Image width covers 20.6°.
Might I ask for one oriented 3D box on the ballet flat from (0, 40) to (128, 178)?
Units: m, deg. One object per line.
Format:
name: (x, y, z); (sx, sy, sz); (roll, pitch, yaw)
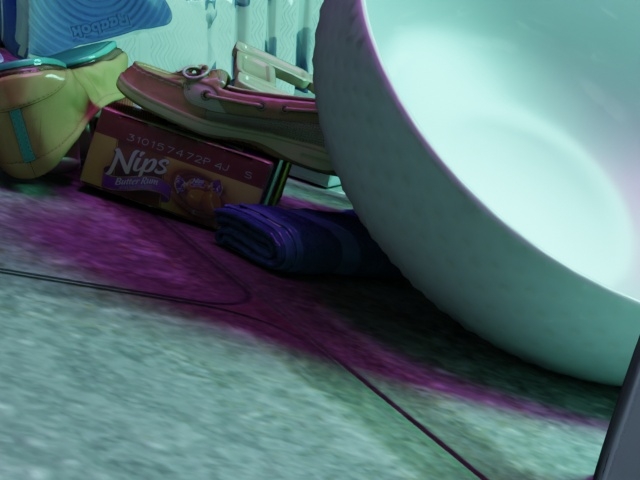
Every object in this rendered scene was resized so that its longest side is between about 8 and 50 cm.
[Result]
ballet flat: (-0.164, -0.079, 1.088); (0.080, 0.073, 0.232); (-14, 8, 9)

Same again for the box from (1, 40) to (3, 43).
box: (-0.279, -0.270, 1.635); (0.143, 0.165, 0.270); (24, 12, 33)

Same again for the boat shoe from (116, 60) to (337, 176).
boat shoe: (-0.044, -0.082, 1.044); (0.153, 0.048, 0.056); (19, 11, 4)

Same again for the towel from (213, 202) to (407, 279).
towel: (0.000, 0.000, 1.023); (0.119, 0.029, 0.067); (6, 16, -46)

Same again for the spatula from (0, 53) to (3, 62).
spatula: (-0.375, -0.154, 1.252); (0.296, 0.030, 0.084); (13, 10, -15)

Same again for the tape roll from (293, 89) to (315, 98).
tape roll: (0.046, -0.158, 1.811); (0.392, 0.072, 0.392); (16, 11, -3)

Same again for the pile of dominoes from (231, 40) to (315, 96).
pile of dominoes: (0.047, -0.046, 1.198); (0.251, 0.040, 0.196); (23, 17, -9)

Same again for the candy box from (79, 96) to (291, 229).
candy box: (-0.078, -0.054, 1.121); (0.109, 0.053, 0.186); (19, 9, 2)

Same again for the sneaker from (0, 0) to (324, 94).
sneaker: (-0.156, -0.183, 1.549); (0.315, 0.127, 0.182); (3, 4, -36)

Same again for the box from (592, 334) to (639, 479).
box: (0.172, 0.087, 0.663); (0.130, 0.091, 0.170); (18, 11, 9)

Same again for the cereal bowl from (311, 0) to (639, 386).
cereal bowl: (0.140, -0.054, 0.997); (0.339, 0.141, 0.339); (17, 47, -19)

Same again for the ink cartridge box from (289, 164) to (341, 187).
ink cartridge box: (-0.027, -0.087, 1.404); (0.145, 0.045, 0.179); (19, 13, 14)
